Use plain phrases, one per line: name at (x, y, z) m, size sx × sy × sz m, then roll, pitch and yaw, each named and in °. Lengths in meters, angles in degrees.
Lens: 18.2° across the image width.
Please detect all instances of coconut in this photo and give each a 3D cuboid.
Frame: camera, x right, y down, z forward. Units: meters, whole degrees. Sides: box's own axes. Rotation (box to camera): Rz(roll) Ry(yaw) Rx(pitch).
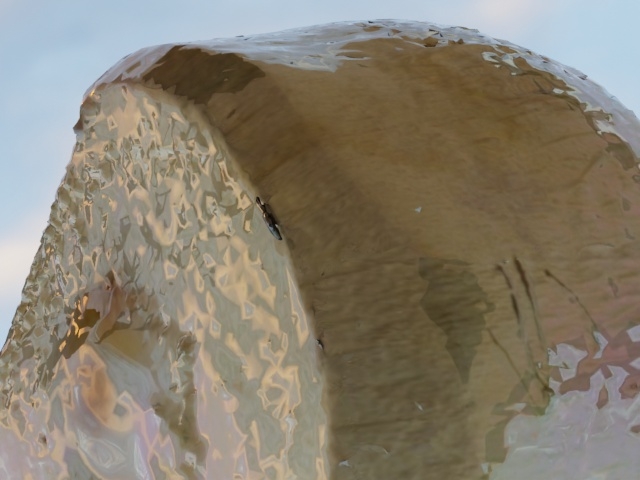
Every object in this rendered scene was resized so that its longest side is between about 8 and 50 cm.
coconut at (0.040, 0.072, 1.052) m, size 0.404 × 0.404 × 0.404 m, roll -12°, pitch -142°, yaw 10°
